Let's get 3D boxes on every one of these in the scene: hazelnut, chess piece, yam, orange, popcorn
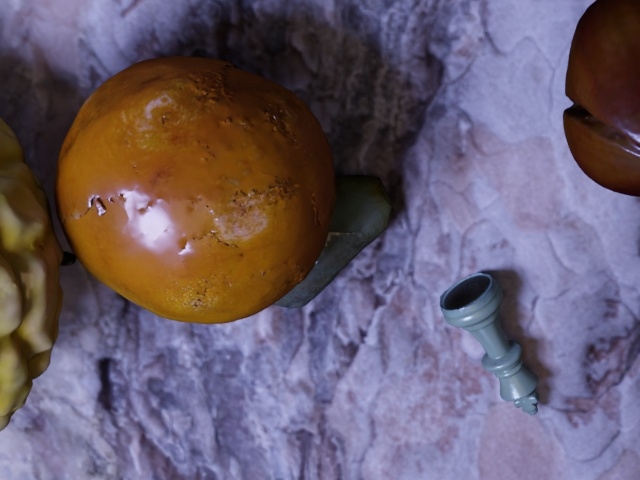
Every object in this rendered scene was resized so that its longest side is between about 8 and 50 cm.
[{"bbox_3d":[0.293,-0.114,1.542,0.208,0.208,0.208,1,112,3],"label":"hazelnut"},{"bbox_3d":[0.164,0.104,1.722,0.059,0.059,0.149,-23,114,12],"label":"chess piece"},{"bbox_3d":[0.000,0.000,1.677,0.070,0.070,0.146,41,110,-13],"label":"yam"},{"bbox_3d":[-0.105,-0.043,1.577,0.240,0.240,0.240,1,112,3],"label":"orange"},{"bbox_3d":[-0.394,0.017,1.544,0.382,0.349,0.349,16,118,-45],"label":"popcorn"}]
